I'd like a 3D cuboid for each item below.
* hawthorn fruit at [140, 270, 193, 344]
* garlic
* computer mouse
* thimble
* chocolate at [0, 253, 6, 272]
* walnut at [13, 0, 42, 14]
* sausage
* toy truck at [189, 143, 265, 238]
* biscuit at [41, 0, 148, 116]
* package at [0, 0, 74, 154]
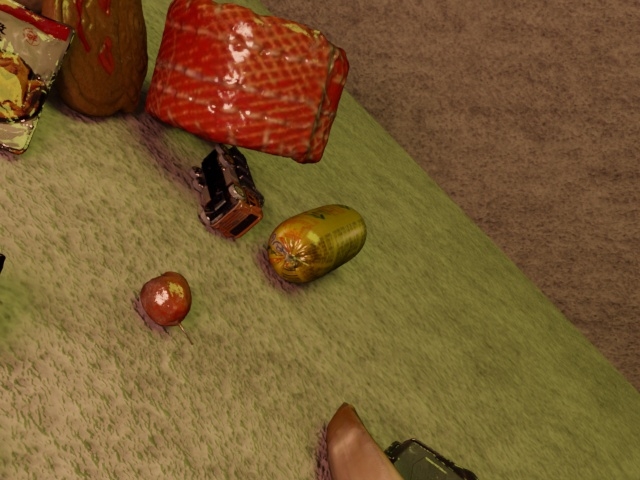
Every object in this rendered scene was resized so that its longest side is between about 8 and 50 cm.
[{"bbox_3d":[-0.191,0.092,0.966,0.103,0.066,0.067,63,23,6],"label":"hawthorn fruit"},{"bbox_3d":[0.077,0.337,0.973,0.143,0.112,0.318,60,3,-37],"label":"garlic"},{"bbox_3d":[0.170,0.393,1.114,0.231,0.071,0.126,33,38,-9],"label":"computer mouse"},{"bbox_3d":[-0.134,-0.285,1.333,0.350,0.231,0.350,16,10,-3],"label":"thimble"},{"bbox_3d":[-0.349,0.036,0.661,0.156,0.133,0.156,37,22,-18],"label":"chocolate"},{"bbox_3d":[-0.469,-0.442,1.212,0.178,0.178,0.230,46,21,-3],"label":"walnut"},{"bbox_3d":[0.000,0.000,1.398,0.123,0.123,0.347,50,21,6],"label":"sausage"},{"bbox_3d":[-0.163,-0.091,1.304,0.092,0.083,0.192,35,23,-42],"label":"toy truck"},{"bbox_3d":[-0.357,-0.337,1.207,0.257,0.049,0.273,-12,103,-71],"label":"biscuit"},{"bbox_3d":[-0.437,-0.239,0.998,0.154,0.030,0.239,26,51,-27],"label":"package"}]
